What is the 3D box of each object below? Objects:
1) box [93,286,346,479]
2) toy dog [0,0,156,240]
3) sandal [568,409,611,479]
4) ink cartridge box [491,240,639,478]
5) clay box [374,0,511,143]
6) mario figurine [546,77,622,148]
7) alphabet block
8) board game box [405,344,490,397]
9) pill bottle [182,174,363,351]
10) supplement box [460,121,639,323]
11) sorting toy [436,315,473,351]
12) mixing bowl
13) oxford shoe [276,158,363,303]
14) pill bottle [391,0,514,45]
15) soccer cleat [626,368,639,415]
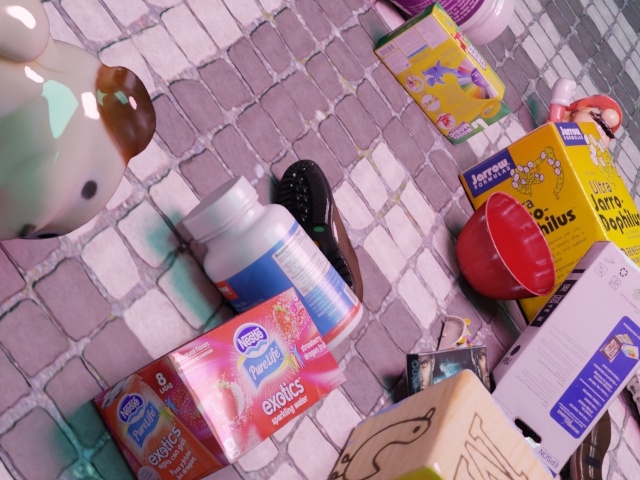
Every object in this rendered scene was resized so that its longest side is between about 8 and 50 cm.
[{"bbox_3d":[-0.100,0.158,1.387,0.128,0.123,0.257,60,32,3],"label":"box"},{"bbox_3d":[-0.355,-0.168,1.213,0.408,0.284,0.395,51,15,-16],"label":"toy dog"},{"bbox_3d":[0.403,0.332,2.018,0.090,0.060,0.219,30,57,-39],"label":"sandal"},{"bbox_3d":[0.382,0.176,1.958,0.165,0.065,0.332,43,79,-10],"label":"ink cartridge box"},{"bbox_3d":[0.209,-0.275,2.176,0.222,0.127,0.053,48,34,-19],"label":"clay box"},{"bbox_3d":[0.502,-0.189,2.466,0.320,0.170,0.198,-53,144,-48],"label":"mario figurine"},{"bbox_3d":[0.137,0.306,1.537,0.193,0.192,0.197,50,32,-11],"label":"alphabet block"},{"bbox_3d":[0.179,0.211,1.790,0.186,0.026,0.126,0,84,-54],"label":"board game box"},{"bbox_3d":[-0.061,0.036,1.546,0.221,0.124,0.124,51,33,-11],"label":"pill bottle"},{"bbox_3d":[0.421,-0.001,2.181,0.194,0.195,0.356,-8,70,-56],"label":"supplement box"},{"bbox_3d":[0.206,0.161,1.903,0.083,0.045,0.075,-68,141,-52],"label":"sorting toy"},{"bbox_3d":[0.279,0.025,2.051,0.181,0.098,0.181,34,39,-33],"label":"mixing bowl"},{"bbox_3d":[0.000,0.000,1.720,0.096,0.083,0.227,38,34,-61],"label":"oxford shoe"},{"bbox_3d":[0.204,-0.464,2.287,0.301,0.169,0.169,29,43,-39],"label":"pill bottle"},{"bbox_3d":[0.564,0.233,2.290,0.143,0.116,0.331,15,48,-28],"label":"soccer cleat"}]
